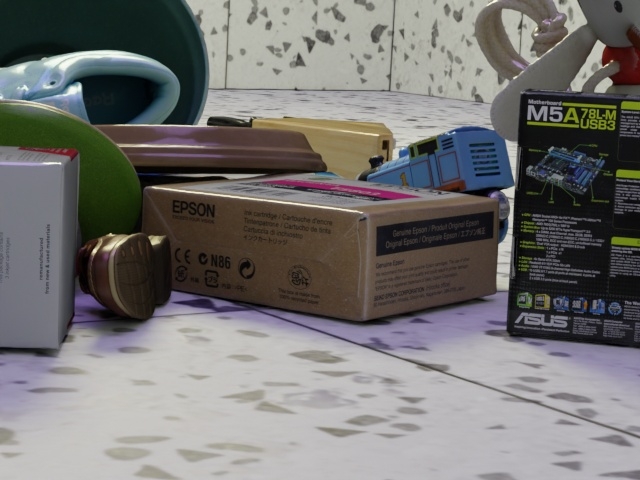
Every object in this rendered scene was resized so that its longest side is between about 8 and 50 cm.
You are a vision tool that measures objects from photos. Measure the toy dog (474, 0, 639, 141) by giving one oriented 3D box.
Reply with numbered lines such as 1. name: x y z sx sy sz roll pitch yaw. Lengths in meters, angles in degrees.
1. toy dog: 0.226 -0.073 1.402 0.220 0.333 0.161 -24 5 45

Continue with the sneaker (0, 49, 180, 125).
1. sneaker: -0.304 -0.122 1.730 0.366 0.135 0.150 -26 11 -32

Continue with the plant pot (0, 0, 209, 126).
1. plant pot: -0.293 -0.170 1.973 0.293 0.293 0.196 0 -17 -20

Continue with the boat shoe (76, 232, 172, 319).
1. boat shoe: -0.153 0.026 1.292 0.060 0.064 0.178 -2 1 4

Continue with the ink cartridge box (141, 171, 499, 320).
1. ink cartridge box: 0.000 0.000 1.423 0.235 0.088 0.193 8 10 36

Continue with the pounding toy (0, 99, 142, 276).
1. pounding toy: -0.262 -0.026 1.382 0.237 0.110 0.183 35 -47 -28

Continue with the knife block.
1. knife block: -0.037 -0.104 2.133 0.242 0.088 0.275 2 9 -2

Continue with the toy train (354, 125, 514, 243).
1. toy train: 0.094 -0.036 1.537 0.080 0.105 0.184 -4 -9 -40

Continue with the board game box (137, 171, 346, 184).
1. board game box: -0.112 -0.040 1.775 0.305 0.053 0.193 1 8 -11

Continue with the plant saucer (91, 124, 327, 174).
1. plant saucer: -0.132 -0.084 1.625 0.278 0.041 0.278 2 1 0

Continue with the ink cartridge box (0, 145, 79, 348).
1. ink cartridge box: -0.259 0.000 1.183 0.176 0.127 0.128 3 8 -3

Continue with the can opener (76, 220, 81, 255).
1. can opener: -0.326 -0.013 1.314 0.284 0.095 0.076 -6 8 15

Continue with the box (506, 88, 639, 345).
1. box: 0.235 -0.015 1.264 0.191 0.184 0.045 4 7 14

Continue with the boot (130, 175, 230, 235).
1. boot: -0.140 -0.016 1.620 0.198 0.076 0.137 4 -6 20
